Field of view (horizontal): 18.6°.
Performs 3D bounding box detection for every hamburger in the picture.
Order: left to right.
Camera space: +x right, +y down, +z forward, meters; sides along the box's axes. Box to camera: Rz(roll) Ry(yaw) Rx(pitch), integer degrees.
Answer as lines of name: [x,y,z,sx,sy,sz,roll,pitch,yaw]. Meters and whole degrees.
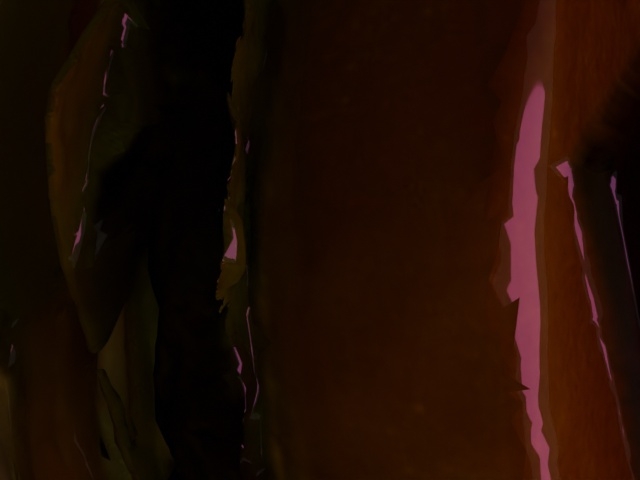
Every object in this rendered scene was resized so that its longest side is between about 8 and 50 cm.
hamburger: [0.000,0.000,0.498,0.291,0.225,0.291,3,90,-67]
